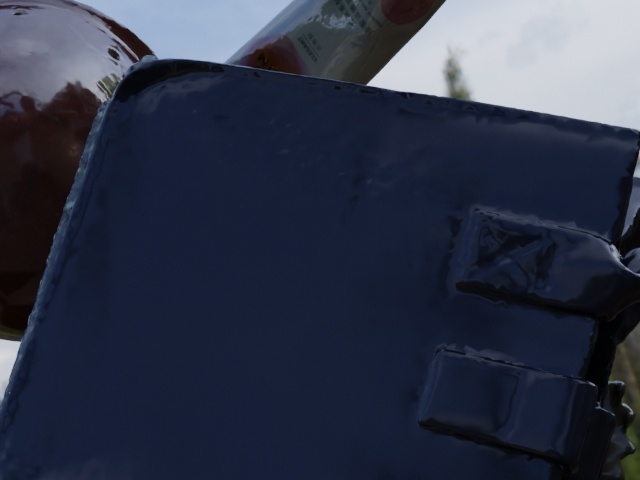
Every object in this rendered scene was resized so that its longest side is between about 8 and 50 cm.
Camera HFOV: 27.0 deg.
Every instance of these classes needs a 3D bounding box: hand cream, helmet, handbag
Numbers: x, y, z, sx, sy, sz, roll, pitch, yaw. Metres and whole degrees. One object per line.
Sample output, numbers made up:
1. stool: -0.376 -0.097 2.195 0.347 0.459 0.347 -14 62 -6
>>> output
1. hand cream: 0.009 -0.174 1.156 0.340 0.124 0.078 -40 -10 35
2. helmet: -0.297 -0.036 1.283 0.337 0.385 0.230 -18 15 11
3. handbag: 0.006 0.074 0.707 0.329 0.303 0.122 10 -16 24
